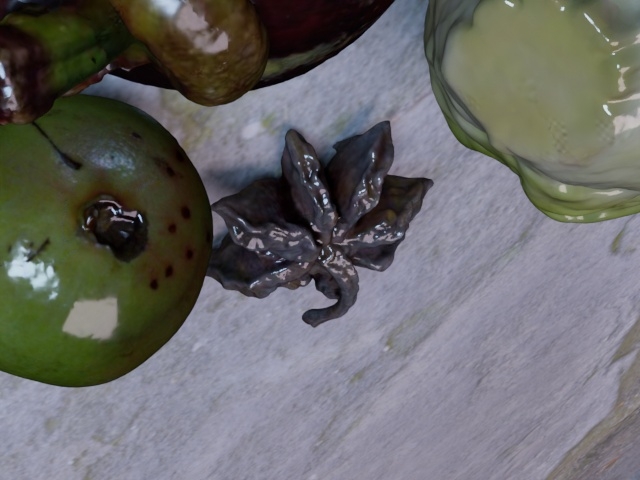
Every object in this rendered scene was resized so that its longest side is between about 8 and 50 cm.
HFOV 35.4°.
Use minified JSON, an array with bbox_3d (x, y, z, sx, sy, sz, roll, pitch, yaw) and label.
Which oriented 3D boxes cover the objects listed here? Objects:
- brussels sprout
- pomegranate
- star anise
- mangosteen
[{"bbox_3d":[0.199,-0.130,0.638,0.316,0.243,0.273,-21,-167,-21],"label":"brussels sprout"},{"bbox_3d":[-0.170,0.010,0.630,0.179,0.179,0.210,5,147,-45],"label":"pomegranate"},{"bbox_3d":[0.000,0.001,0.837,0.209,0.089,0.231,-28,139,10],"label":"star anise"},{"bbox_3d":[-0.066,-0.145,0.400,0.228,0.265,0.228,14,148,9],"label":"mangosteen"}]
